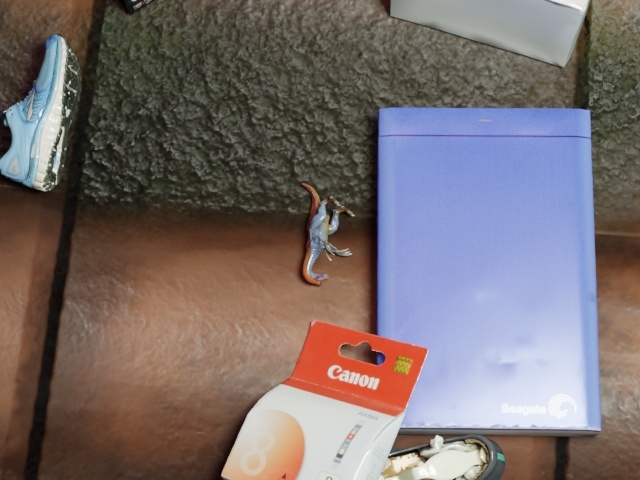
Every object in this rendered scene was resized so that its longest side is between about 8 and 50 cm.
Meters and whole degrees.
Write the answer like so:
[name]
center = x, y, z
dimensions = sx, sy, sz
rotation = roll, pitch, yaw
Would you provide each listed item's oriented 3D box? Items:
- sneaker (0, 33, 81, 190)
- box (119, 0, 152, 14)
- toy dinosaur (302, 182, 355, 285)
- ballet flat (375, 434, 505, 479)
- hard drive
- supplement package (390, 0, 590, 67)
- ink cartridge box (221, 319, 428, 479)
[sneaker]
center = -0.285, -0.133, 1.558
dimensions = 0.073, 0.063, 0.162
rotation = 9, 74, 7
[box]
center = -0.189, -0.369, 1.628
dimensions = 0.175, 0.051, 0.220
rotation = -34, 76, -7
[toy dinosaur]
center = 0.000, 0.000, 1.536
dimensions = 0.090, 0.047, 0.082
rotation = 31, 85, 43
[ballet flat]
center = 0.072, 0.220, 1.444
dimensions = 0.203, 0.074, 0.074
rotation = -13, 74, -2
[hard drive]
center = 0.159, 0.027, 1.512
dimensions = 0.210, 0.040, 0.319
rotation = 0, 74, 1
[supplement package]
center = 0.190, -0.312, 1.552
dimensions = 0.194, 0.149, 0.203
rotation = 18, 75, 6
[ink cartridge box]
center = 0.004, 0.161, 1.441
dimensions = 0.145, 0.045, 0.179
rotation = 12, 74, 39
